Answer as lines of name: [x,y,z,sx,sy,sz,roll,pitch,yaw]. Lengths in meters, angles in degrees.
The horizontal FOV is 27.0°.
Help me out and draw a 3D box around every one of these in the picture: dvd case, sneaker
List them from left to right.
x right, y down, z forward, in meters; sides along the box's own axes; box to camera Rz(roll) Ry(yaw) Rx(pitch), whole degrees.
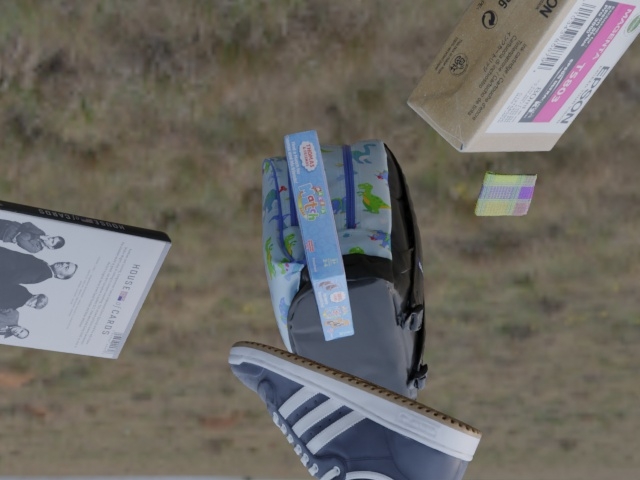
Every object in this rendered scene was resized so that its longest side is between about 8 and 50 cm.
dvd case: [-0.312,0.048,1.542,0.239,0.179,0.029,12,-152,-35]
sneaker: [0.004,0.202,1.280,0.282,0.153,0.099,19,177,33]

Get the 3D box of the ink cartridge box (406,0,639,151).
ink cartridge box: [0.218,-0.199,1.291,0.193,0.088,0.234,-6,135,-53]

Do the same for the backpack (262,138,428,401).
backpack: [0.030,0.019,1.781,0.274,0.355,0.290,2,138,15]

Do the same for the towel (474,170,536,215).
towel: [0.204,-0.051,1.472,0.060,0.009,0.083,1,148,-2]

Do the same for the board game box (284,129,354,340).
board game box: [0.000,0.000,1.411,0.039,0.160,0.211,-11,160,1]
